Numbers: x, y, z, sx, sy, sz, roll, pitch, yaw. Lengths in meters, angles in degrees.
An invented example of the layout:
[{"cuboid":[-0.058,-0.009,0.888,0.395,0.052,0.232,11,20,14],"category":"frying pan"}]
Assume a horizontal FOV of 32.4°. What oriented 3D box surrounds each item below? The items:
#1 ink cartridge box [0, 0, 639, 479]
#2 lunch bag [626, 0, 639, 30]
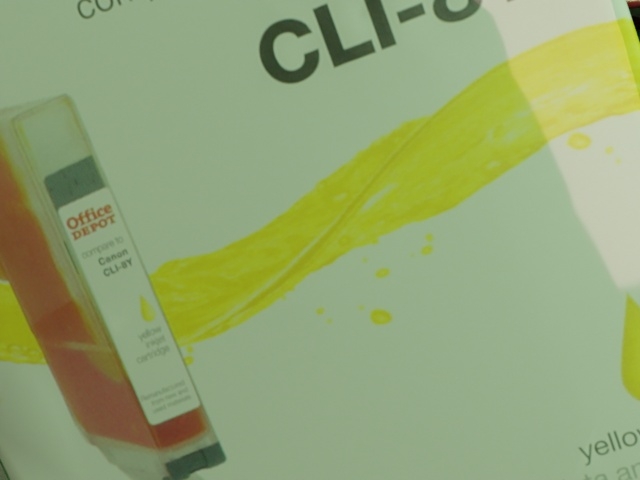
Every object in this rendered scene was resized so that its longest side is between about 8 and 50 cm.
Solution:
[{"cuboid":[0.000,0.000,0.458,0.279,0.160,0.384,-19,100,11],"category":"ink cartridge box"},{"cuboid":[0.197,-0.242,0.571,0.293,0.120,0.258,-4,95,-17],"category":"lunch bag"}]
